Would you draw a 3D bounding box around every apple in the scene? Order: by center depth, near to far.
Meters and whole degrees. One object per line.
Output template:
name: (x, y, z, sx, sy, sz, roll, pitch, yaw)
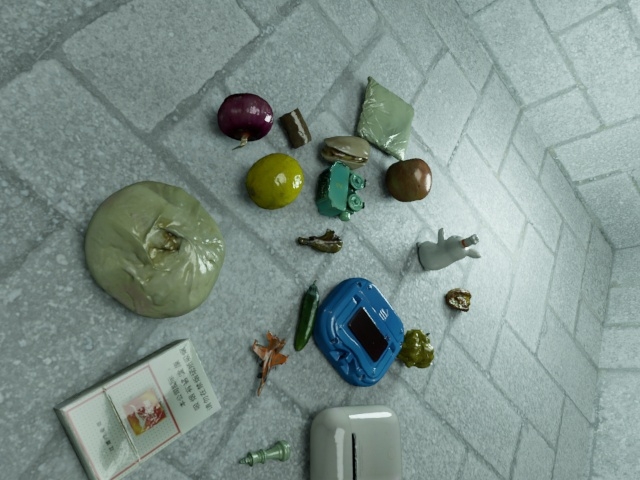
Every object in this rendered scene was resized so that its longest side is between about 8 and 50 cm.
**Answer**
apple: (0.361, -0.244, 1.960, 0.188, 0.188, 0.173, -16, 99, -41)

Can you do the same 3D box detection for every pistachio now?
pistachio: (0.099, -0.331, 1.806, 0.223, 0.126, 0.152, -7, 40, -42)

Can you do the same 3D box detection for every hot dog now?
hot dog: (0.612, 0.260, 2.109, 0.147, 0.065, 0.099, 23, 74, -36)

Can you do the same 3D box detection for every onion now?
onion: (-0.233, -0.380, 1.503, 0.178, 0.177, 0.153, 2, 50, -40)

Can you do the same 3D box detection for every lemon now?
lemon: (-0.145, -0.188, 1.531, 0.180, 0.181, 0.193, 47, 24, -20)

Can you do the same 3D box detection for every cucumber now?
cucumber: (-0.039, 0.241, 1.578, 0.056, 0.056, 0.249, 27, 63, -32)

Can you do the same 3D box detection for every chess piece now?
chess piece: (-0.163, 0.615, 1.376, 0.149, 0.059, 0.058, 1, 78, -32)

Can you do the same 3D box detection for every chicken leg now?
chicken leg: (0.000, 0.000, 1.676, 0.178, 0.070, 0.093, 1, 71, -30)

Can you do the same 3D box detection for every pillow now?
pillow: (0.273, -0.508, 2.032, 0.275, 0.076, 0.280, 23, 70, -31)

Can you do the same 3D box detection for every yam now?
yam: (-0.087, -0.395, 1.698, 0.084, 0.084, 0.127, -36, 106, -40)

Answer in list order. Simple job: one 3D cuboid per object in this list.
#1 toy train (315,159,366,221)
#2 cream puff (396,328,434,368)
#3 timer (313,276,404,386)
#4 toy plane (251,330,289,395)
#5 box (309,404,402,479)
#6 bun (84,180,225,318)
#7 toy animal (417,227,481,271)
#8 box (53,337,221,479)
toy train: (0.070, -0.176, 1.750, 0.163, 0.112, 0.203, 17, 65, -28)
cream puff: (0.344, 0.413, 1.797, 0.156, 0.121, 0.156, -1, 103, -3)
timer: (0.143, 0.316, 1.672, 0.309, 0.115, 0.340, -46, 108, -35)
toy plane: (-0.162, 0.370, 1.444, 0.135, 0.062, 0.188, 30, 74, -30)
box: (0.119, 0.677, 1.531, 0.349, 0.141, 0.288, 12, 72, -37)
bun: (-0.400, 0.020, 1.233, 0.362, 0.213, 0.360, 10, 74, -36)
toy animal: (0.543, 0.029, 1.988, 0.141, 0.283, 0.138, 35, 43, -30)
box: (-0.435, 0.410, 1.177, 0.331, 0.095, 0.210, -26, 95, -39)
